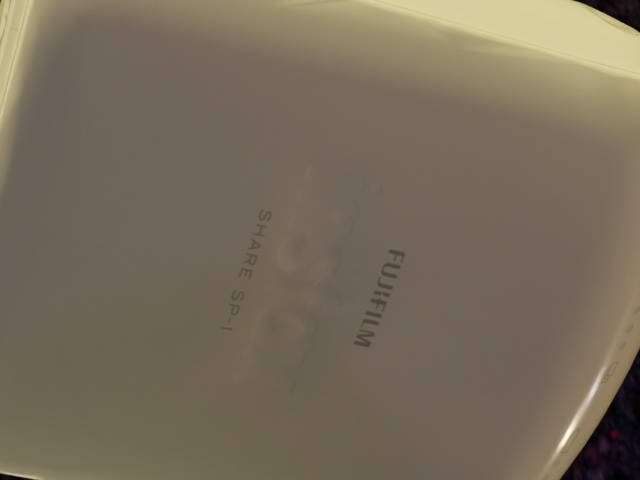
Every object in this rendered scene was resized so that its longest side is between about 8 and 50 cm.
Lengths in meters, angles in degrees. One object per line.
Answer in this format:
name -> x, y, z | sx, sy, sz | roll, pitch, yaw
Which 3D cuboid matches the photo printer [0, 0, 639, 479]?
photo printer -> 0.000, 0.000, 0.676 | 0.307, 0.107, 0.256 | 14, 111, -17
